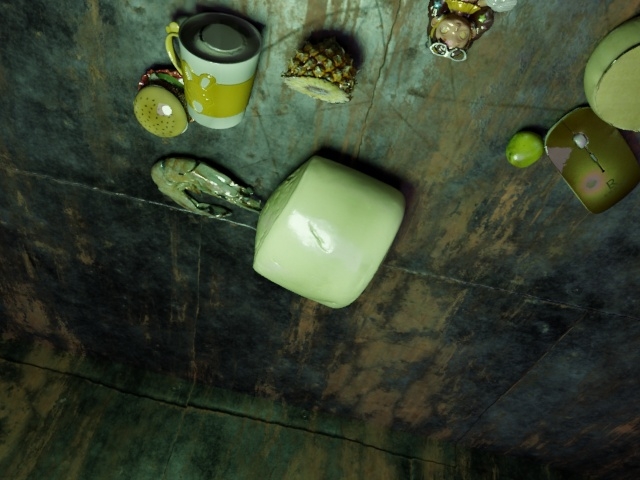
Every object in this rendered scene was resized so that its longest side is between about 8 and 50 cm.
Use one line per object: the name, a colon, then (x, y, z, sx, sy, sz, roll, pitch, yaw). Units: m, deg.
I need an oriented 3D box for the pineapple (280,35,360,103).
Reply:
pineapple: (0.011, -0.405, 1.218, 0.175, 0.137, 0.161, 14, 178, 17)

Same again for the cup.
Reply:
cup: (-0.262, -0.406, 1.255, 0.241, 0.185, 0.226, 30, 144, 9)

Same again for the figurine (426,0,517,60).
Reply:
figurine: (0.290, -0.484, 1.068, 0.174, 0.116, 0.240, 13, 132, -4)

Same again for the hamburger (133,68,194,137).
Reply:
hamburger: (-0.402, -0.345, 1.370, 0.175, 0.137, 0.175, 9, 139, 8)

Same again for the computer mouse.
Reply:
computer mouse: (0.671, -0.186, 1.304, 0.158, 0.072, 0.310, -41, 118, 15)

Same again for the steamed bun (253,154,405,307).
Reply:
steamed bun: (0.000, 0.000, 1.529, 0.371, 0.290, 0.456, 22, 137, -9)

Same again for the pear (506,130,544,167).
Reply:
pear: (0.501, -0.225, 1.314, 0.092, 0.097, 0.092, 36, 152, 23)

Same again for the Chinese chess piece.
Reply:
Chinese chess piece: (0.693, -0.350, 1.124, 0.249, 0.103, 0.250, 6, 138, 6)

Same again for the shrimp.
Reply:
shrimp: (-0.343, -0.143, 1.624, 0.360, 0.085, 0.247, 19, 147, -2)
